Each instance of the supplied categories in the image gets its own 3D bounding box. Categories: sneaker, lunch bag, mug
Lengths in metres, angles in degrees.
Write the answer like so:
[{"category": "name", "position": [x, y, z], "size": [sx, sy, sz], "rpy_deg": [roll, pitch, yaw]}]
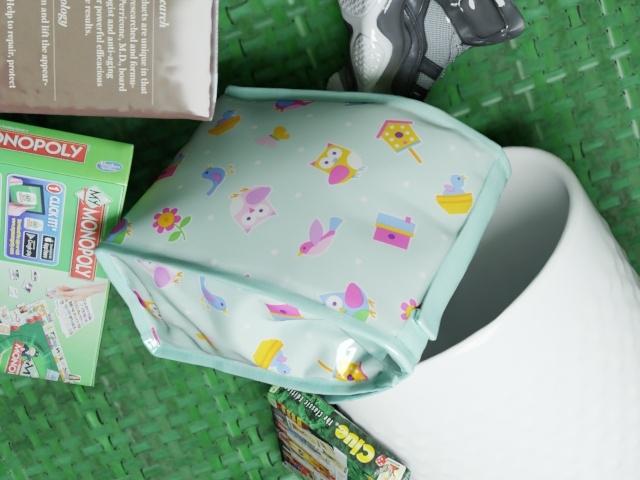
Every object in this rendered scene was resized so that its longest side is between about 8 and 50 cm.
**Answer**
[{"category": "sneaker", "position": [0.093, -0.154, 1.090], "size": [0.153, 0.101, 0.268], "rpy_deg": [-11, 129, -18]}, {"category": "lunch bag", "position": [0.000, 0.000, 0.985], "size": [0.262, 0.223, 0.160], "rpy_deg": [10, 140, 29]}, {"category": "mug", "position": [0.141, 0.139, 1.144], "size": [0.374, 0.276, 0.328], "rpy_deg": [-17, 123, 35]}]

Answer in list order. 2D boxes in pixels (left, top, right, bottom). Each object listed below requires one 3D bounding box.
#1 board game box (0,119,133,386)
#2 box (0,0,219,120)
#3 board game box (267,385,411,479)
[{"category": "board game box", "position": [-0.282, 0.015, 1.068], "size": [0.213, 0.046, 0.317], "rpy_deg": [10, 142, -9]}, {"category": "box", "position": [-0.183, -0.199, 1.012], "size": [0.203, 0.168, 0.167], "rpy_deg": [1, 110, -6]}, {"category": "board game box", "position": [0.017, 0.205, 1.137], "size": [0.136, 0.260, 0.030], "rpy_deg": [34, 72, 15]}]
